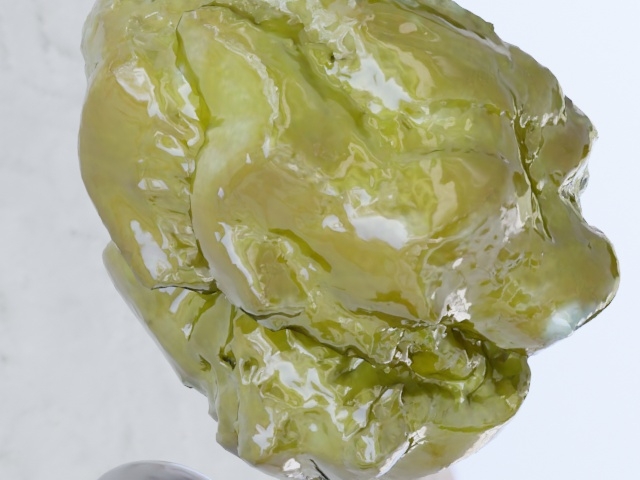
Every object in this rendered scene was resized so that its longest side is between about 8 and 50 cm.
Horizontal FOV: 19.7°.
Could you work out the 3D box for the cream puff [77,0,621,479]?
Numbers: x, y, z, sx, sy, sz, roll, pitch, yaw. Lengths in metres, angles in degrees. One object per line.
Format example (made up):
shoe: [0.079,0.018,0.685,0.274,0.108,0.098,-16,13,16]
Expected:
cream puff: [0.000,0.000,1.106,0.378,0.275,0.378,30,173,4]

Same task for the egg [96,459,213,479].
egg: [-0.140,0.271,1.631,0.198,0.146,0.146,24,166,49]
